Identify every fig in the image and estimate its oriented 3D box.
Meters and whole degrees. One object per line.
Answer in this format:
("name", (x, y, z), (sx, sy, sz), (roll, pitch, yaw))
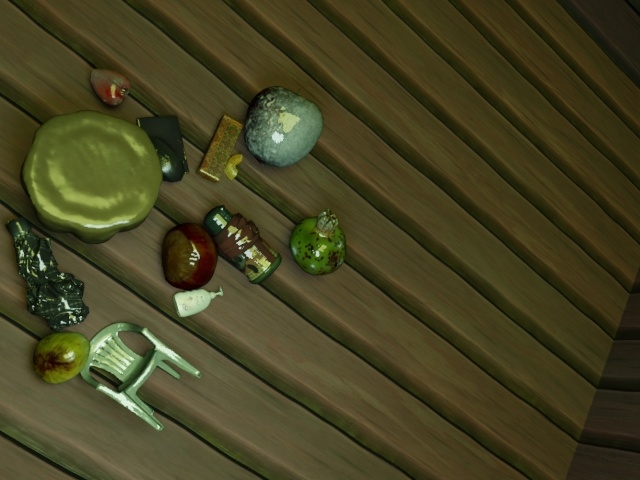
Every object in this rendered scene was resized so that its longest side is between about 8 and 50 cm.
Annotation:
("fig", (-0.702, 0.315, 1.609), (0.153, 0.121, 0.135), (-25, 85, -13))

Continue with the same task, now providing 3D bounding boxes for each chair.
("chair", (-0.521, 0.369, 1.671), (0.274, 0.191, 0.203), (47, 63, -20))

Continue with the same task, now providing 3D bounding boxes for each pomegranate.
("pomegranate", (0.000, 0.000, 1.950), (0.202, 0.247, 0.202), (9, 50, -11))

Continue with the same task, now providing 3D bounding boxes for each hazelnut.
("hazelnut", (-0.400, 0.055, 1.802), (0.170, 0.160, 0.201), (13, 113, -10))

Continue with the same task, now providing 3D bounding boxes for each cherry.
("cherry", (-0.124, -0.384, 1.971), (0.255, 0.218, 0.296), (26, 84, -23))
("cherry", (-0.636, -0.471, 1.810), (0.106, 0.087, 0.126), (-38, 79, -20))

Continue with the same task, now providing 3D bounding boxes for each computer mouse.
("computer mouse", (-0.491, -0.253, 1.840), (0.099, 0.057, 0.172), (-46, 102, -18))

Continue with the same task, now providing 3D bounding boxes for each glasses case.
("glasses case", (-0.331, -0.300, 1.946), (0.075, 0.049, 0.218), (27, 70, -22))

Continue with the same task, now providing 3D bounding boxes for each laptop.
("laptop", (-0.501, -0.300, 1.885), (0.135, 0.016, 0.197), (-10, 87, -27))

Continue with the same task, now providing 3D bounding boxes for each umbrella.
("umbrella", (-0.749, 0.083, 1.634), (0.154, 0.128, 0.336), (-16, 85, -25))

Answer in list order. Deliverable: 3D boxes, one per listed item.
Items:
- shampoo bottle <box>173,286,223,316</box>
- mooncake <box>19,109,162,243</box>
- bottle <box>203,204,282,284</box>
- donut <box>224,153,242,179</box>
("shampoo bottle", (-0.374, 0.184, 1.838), (0.152, 0.045, 0.077), (-14, 87, -28))
("mooncake", (-0.651, -0.176, 1.694), (0.379, 0.201, 0.378), (8, 73, -25))
("bottle", (-0.258, 0.007, 1.879), (0.156, 0.143, 0.271), (-40, 104, 13))
("donut", (-0.283, -0.250, 1.967), (0.083, 0.038, 0.067), (-37, 94, -25))
